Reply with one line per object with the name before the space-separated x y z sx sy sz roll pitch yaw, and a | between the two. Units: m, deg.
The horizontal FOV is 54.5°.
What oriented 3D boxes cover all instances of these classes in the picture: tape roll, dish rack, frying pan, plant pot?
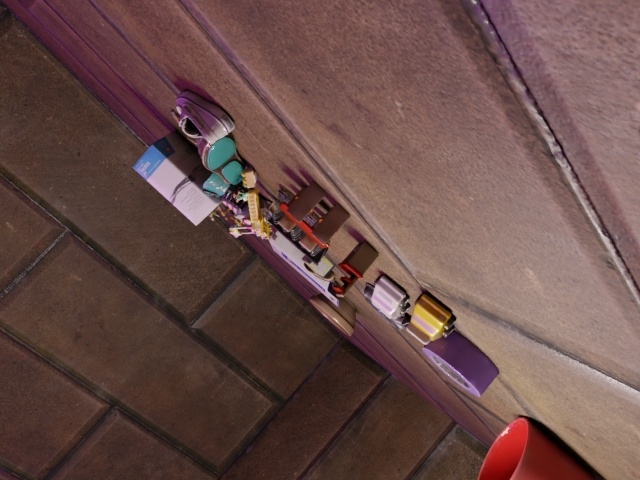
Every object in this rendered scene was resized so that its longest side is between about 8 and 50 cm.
tape roll | 0.360 0.311 1.608 0.189 0.080 0.189 40 172 7
dish rack | -0.062 -0.040 1.779 0.208 0.074 0.271 40 171 7
frying pan | 0.247 0.244 1.904 0.326 0.053 0.197 40 172 35
plant pot | 0.616 0.683 1.758 0.243 0.274 0.275 31 170 3
plant pot | 0.074 0.294 2.667 0.237 0.109 0.237 42 171 8

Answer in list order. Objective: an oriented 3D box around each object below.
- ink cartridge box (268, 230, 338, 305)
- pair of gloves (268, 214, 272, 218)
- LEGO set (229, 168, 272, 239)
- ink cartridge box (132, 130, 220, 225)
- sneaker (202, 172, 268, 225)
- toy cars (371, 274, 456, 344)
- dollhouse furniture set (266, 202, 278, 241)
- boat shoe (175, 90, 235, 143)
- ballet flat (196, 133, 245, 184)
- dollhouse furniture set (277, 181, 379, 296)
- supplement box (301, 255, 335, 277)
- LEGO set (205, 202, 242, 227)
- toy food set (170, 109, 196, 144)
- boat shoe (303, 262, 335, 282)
ink cartridge box | -0.048 0.116 2.494 0.371 0.069 0.175 43 171 12
pair of gloves | -0.135 -0.054 2.196 0.159 0.023 0.198 34 169 35
LEGO set | -0.224 -0.084 1.854 0.107 0.132 0.287 -3 147 7
ink cartridge box | -0.493 -0.230 2.273 0.307 0.129 0.223 44 -158 -9
sneaker | -0.299 -0.164 2.091 0.178 0.123 0.296 37 178 -40
toy cars | 0.217 0.184 1.590 0.176 0.087 0.394 46 170 -21
dollhouse furniture set | -0.133 -0.058 2.018 0.081 0.091 0.114 17 155 34
boat shoe | -0.308 -0.298 1.548 0.268 0.088 0.096 34 165 44
ballet flat | -0.286 -0.241 1.705 0.106 0.108 0.316 47 171 12
dollhouse furniture set | 0.000 0.000 1.493 0.259 0.135 0.262 43 171 -4
supplement box | -0.009 0.077 2.157 0.083 0.056 0.083 45 171 -19
LEGO set | -0.480 -0.144 2.702 0.255 0.192 0.331 39 171 21
toy food set | -0.433 -0.367 2.008 0.078 0.019 0.122 36 161 34
boat shoe | -0.004 0.118 2.333 0.152 0.056 0.049 34 163 42
